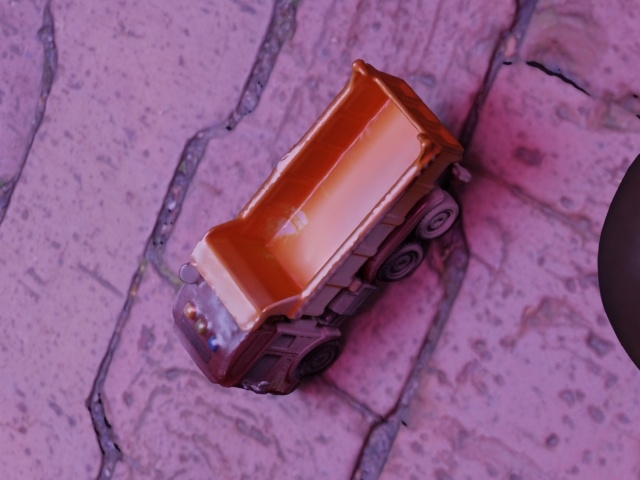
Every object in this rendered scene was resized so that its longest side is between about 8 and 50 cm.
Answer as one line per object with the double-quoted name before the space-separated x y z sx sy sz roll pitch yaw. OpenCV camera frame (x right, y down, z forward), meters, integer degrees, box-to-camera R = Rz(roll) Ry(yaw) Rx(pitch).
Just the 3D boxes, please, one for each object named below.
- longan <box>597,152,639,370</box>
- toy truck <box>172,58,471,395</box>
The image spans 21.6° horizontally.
"longan" 0.277 0.007 1.059 0.196 0.196 0.220 46 108 33
"toy truck" 0.000 0.000 1.303 0.270 0.135 0.114 -50 58 20
